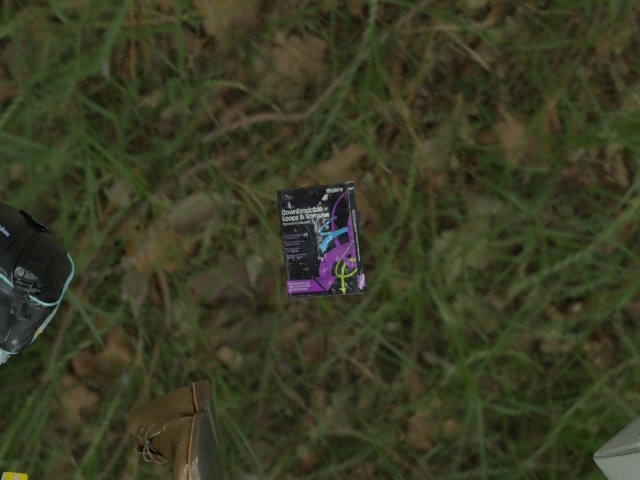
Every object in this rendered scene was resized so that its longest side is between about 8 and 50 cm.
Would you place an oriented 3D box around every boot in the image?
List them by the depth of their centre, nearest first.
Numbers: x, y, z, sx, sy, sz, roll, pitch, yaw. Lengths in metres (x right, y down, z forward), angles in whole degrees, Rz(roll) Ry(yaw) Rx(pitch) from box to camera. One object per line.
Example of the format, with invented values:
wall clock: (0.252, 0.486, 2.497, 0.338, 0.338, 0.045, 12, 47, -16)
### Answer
boot: (-0.187, 0.267, 1.726, 0.115, 0.305, 0.112, -10, 102, -5)

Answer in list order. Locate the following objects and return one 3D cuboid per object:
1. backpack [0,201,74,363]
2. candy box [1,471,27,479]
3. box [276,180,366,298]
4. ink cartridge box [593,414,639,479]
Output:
backpack: (-0.363, 0.037, 1.473, 0.166, 0.188, 0.144, 35, 111, -10)
candy box: (-0.286, 0.319, 1.210, 0.027, 0.105, 0.206, 7, 125, -8)
box: (0.000, 0.000, 1.933, 0.029, 0.116, 0.162, -8, 91, -65)
ink cartridge box: (0.500, 0.265, 1.265, 0.285, 0.166, 0.395, -37, 85, -13)
